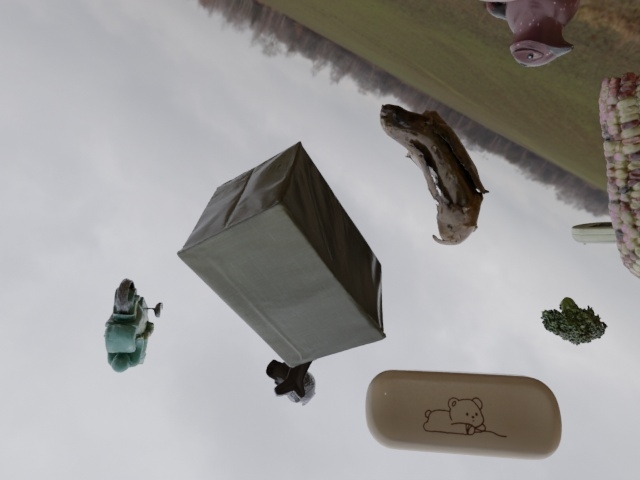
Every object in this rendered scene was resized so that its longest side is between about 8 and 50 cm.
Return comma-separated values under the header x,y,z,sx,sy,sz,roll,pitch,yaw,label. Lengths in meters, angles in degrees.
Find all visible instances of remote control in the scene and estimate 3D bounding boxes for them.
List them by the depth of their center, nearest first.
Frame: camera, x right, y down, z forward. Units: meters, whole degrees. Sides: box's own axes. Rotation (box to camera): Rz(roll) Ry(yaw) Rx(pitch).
x,y,z,sx,sy,sz,roll,pitch,yaw,label
0.562,-0.013,0.724,0.078,0.042,0.221,-13,-175,-25,remote control

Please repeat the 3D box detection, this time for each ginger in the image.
x,y,z,sx,sy,sz,roll,pitch,yaw,label
0.234,-0.143,0.809,0.309,0.133,0.107,66,-162,3,ginger

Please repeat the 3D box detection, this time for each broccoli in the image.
x,y,z,sx,sy,sz,roll,pitch,yaw,label
0.472,0.149,0.767,0.095,0.097,0.092,49,-155,-28,broccoli

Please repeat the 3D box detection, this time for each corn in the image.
x,y,z,sx,sy,sz,roll,pitch,yaw,label
0.431,-0.081,0.537,0.092,0.281,0.092,-14,-172,2,corn

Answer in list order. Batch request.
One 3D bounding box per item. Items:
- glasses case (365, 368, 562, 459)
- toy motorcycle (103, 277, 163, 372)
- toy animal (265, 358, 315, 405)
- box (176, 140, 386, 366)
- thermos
x,y,z,sx,sy,sz,roll,pitch,yaw,label
0.147,0.183,0.437,0.196,0.083,0.050,-2,165,9,glasses case
-0.460,0.227,0.999,0.109,0.296,0.198,4,-118,-12,toy motorcycle
-0.071,0.348,0.985,0.117,0.210,0.121,9,-128,7,toy animal
-0.035,0.027,0.533,0.231,0.155,0.149,52,-153,-28,box
0.339,-0.445,0.635,0.136,0.330,0.109,6,-171,18,thermos
